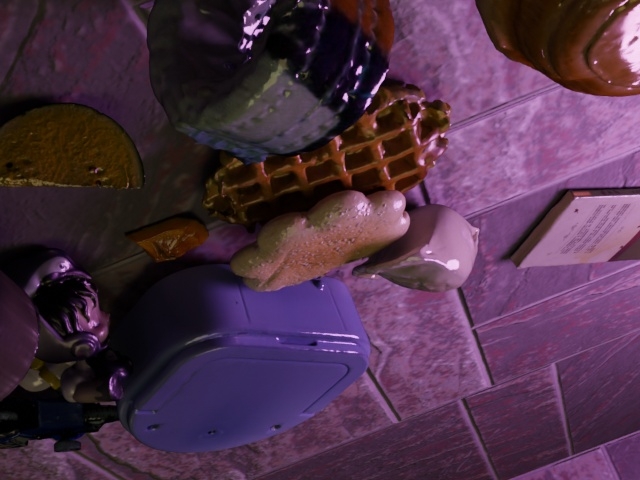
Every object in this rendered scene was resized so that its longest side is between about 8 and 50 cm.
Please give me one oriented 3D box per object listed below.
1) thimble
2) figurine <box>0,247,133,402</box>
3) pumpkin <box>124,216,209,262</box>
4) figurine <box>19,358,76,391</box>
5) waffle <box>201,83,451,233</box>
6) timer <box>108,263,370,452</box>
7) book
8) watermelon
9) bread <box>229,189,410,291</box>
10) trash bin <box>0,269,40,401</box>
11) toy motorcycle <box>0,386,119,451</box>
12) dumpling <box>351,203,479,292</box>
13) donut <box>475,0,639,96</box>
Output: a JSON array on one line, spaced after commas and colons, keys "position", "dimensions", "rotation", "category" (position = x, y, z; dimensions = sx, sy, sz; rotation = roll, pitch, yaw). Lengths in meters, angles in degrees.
[{"position": [-0.056, -0.192, 1.039], "dimensions": [0.237, 0.237, 0.150], "rotation": [-36, 146, 27], "category": "thimble"}, {"position": [-0.352, 0.115, 1.451], "dimensions": [0.145, 0.145, 0.222], "rotation": [-23, 111, 6], "category": "figurine"}, {"position": [-0.205, 0.002, 1.469], "dimensions": [0.101, 0.035, 0.073], "rotation": [-19, 148, 5], "category": "pumpkin"}, {"position": [-0.385, 0.179, 1.604], "dimensions": [0.129, 0.109, 0.178], "rotation": [-16, 159, -30], "category": "figurine"}, {"position": [0.013, -0.095, 1.401], "dimensions": [0.324, 0.068, 0.302], "rotation": [7, 141, -35], "category": "waffle"}, {"position": [-0.150, 0.184, 1.659], "dimensions": [0.394, 0.173, 0.395], "rotation": [-16, 150, -9], "category": "timer"}, {"position": [0.487, -0.022, 1.831], "dimensions": [0.289, 0.026, 0.201], "rotation": [-2, 145, -28], "category": "book"}, {"position": [-0.284, -0.110, 1.191], "dimensions": [0.181, 0.092, 0.075], "rotation": [2, 131, -19], "category": "watermelon"}, {"position": [0.000, 0.000, 1.441], "dimensions": [0.250, 0.039, 0.182], "rotation": [-21, 158, 0], "category": "bread"}, {"position": [-0.467, 0.074, 1.210], "dimensions": [0.202, 0.252, 0.301], "rotation": [-19, 153, 3], "category": "trash bin"}, {"position": [-0.459, 0.286, 1.716], "dimensions": [0.168, 0.113, 0.315], "rotation": [-16, 164, 31], "category": "toy motorcycle"}, {"position": [0.133, 0.025, 1.593], "dimensions": [0.179, 0.132, 0.252], "rotation": [-15, -173, 26], "category": "dumpling"}, {"position": [0.367, -0.315, 1.101], "dimensions": [0.448, 0.198, 0.449], "rotation": [-19, 157, -8], "category": "donut"}]
